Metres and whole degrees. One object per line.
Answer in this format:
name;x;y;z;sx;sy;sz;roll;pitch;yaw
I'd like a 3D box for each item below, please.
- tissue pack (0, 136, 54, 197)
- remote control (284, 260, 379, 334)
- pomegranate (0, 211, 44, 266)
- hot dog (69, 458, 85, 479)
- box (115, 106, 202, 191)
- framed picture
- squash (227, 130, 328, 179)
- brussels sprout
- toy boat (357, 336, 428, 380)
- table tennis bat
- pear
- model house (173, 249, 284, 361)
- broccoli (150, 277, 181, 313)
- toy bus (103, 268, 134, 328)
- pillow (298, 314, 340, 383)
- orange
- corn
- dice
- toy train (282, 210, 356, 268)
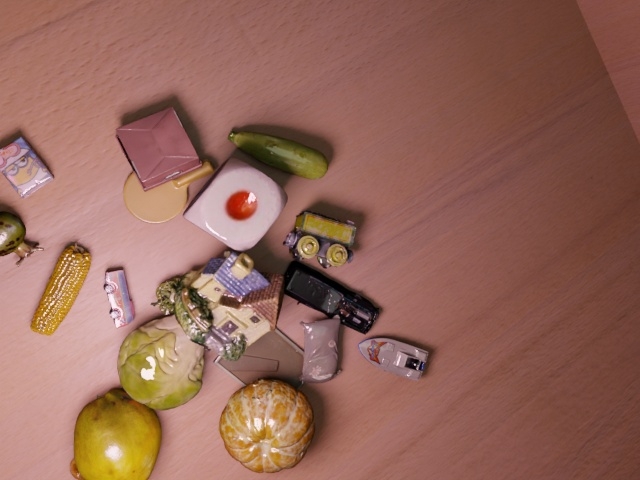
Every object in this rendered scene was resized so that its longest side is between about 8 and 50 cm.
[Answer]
tissue pack;-0.929;-0.226;1.634;0.116;0.065;0.155;-37;102;-13
remote control;0.039;0.222;1.953;0.399;0.062;0.144;29;84;-16
pomegranate;-0.963;-0.006;1.606;0.148;0.148;0.169;-36;127;-13
hot dog;-0.753;0.752;1.735;0.140;0.060;0.089;7;94;-11
box;-0.531;-0.301;1.718;0.215;0.086;0.215;-26;83;-14
framed picture;-0.193;0.449;1.913;0.324;0.020;0.240;42;80;-14
squash;-0.144;-0.310;1.849;0.371;0.118;0.118;19;87;-15
brussels sprout;-0.510;0.388;1.696;0.274;0.243;0.316;10;92;-20
toy boat;0.273;0.445;2.021;0.295;0.088;0.129;22;86;-17
table tennis bat;-0.507;-0.184;1.776;0.321;0.050;0.198;-30;99;-11
pear;-0.642;0.636;1.667;0.269;0.269;0.321;-23;80;-15
model house;-0.272;0.194;1.692;0.266;0.261;0.321;-37;111;27
broccoli;-0.488;0.188;1.759;0.131;0.120;0.130;35;76;-12
toy bus;-0.668;0.191;1.734;0.077;0.065;0.192;-13;96;-24
pillow;0.001;0.405;1.916;0.169;0.059;0.254;-3;102;-15
orange;-0.181;0.639;1.793;0.330;0.249;0.329;0;101;2
corn;-0.818;0.154;1.666;0.102;0.101;0.310;23;84;-17
dice;-0.283;-0.114;1.744;0.243;0.251;0.259;37;82;-17
toy train;0.000;0.000;1.900;0.261;0.134;0.177;16;79;-18
